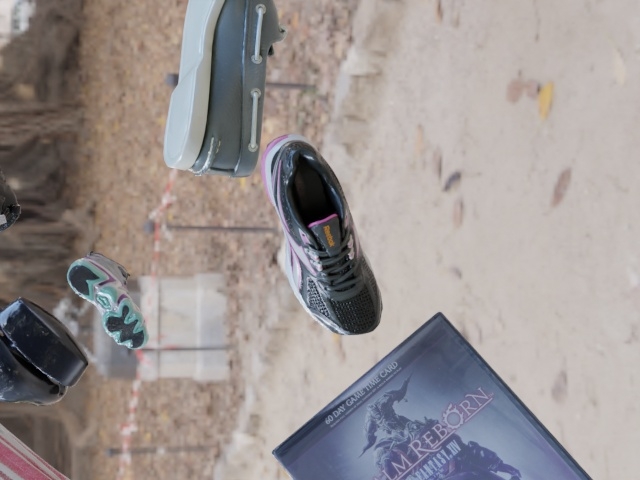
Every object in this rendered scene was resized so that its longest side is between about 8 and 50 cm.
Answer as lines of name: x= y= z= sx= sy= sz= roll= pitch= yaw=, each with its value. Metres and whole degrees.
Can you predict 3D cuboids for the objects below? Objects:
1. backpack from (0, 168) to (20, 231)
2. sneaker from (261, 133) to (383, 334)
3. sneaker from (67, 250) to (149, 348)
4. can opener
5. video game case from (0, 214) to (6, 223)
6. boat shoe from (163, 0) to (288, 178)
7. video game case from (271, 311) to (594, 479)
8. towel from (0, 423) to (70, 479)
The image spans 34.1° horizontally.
backpack: x=-0.524 y=-0.058 z=1.427 sx=0.152 sy=0.182 sz=0.115 roll=55 pitch=132 yaw=24
sneaker: x=0.000 y=0.000 z=0.850 sx=0.178 sy=0.072 sz=0.077 roll=64 pitch=173 yaw=-9
sneaker: x=-0.184 y=0.049 z=0.958 sx=0.098 sy=0.038 sz=0.069 roll=56 pitch=-164 yaw=-10
can opener: x=-0.250 y=0.049 z=0.751 sx=0.073 sy=0.186 sz=0.059 roll=-49 pitch=-2 yaw=-4
video game case: x=-0.420 y=-0.008 z=1.185 sx=0.122 sy=0.087 sz=0.011 roll=-10 pitch=96 yaw=52
boat shoe: x=-0.092 y=-0.220 z=1.145 sx=0.116 sy=0.099 sz=0.319 roll=-14 pitch=64 yaw=62
video game case: x=0.118 y=0.223 z=0.884 sx=0.274 sy=0.196 sz=0.026 roll=49 pitch=173 yaw=16
towel: x=-0.378 y=0.302 z=1.133 sx=0.197 sy=0.144 sz=0.029 roll=-46 pitch=19 yaw=-4
